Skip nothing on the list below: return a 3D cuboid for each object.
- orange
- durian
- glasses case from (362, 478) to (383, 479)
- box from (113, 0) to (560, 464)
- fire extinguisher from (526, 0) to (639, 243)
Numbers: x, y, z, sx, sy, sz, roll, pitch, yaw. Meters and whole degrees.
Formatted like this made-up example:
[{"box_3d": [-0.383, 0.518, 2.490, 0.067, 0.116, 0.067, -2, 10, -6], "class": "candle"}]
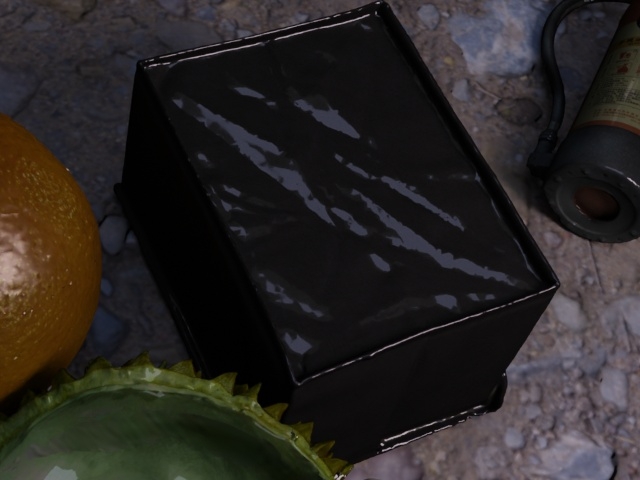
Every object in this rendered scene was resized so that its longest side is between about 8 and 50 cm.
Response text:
[{"box_3d": [-0.306, 0.024, 1.083, 0.274, 0.274, 0.274, 7, 55, -10], "class": "orange"}, {"box_3d": [-0.091, 0.204, 0.981, 0.394, 0.163, 0.198, 28, 35, 20], "class": "durian"}, {"box_3d": [0.161, 0.299, 1.089, 0.336, 0.144, 0.076, 21, 53, 1], "class": "glasses case"}, {"box_3d": [0.000, 0.001, 1.211, 0.251, 0.204, 0.345, -17, 62, -24], "class": "box"}, {"box_3d": [0.319, -0.178, 1.471, 0.200, 0.113, 0.376, 28, 55, 6], "class": "fire extinguisher"}]
